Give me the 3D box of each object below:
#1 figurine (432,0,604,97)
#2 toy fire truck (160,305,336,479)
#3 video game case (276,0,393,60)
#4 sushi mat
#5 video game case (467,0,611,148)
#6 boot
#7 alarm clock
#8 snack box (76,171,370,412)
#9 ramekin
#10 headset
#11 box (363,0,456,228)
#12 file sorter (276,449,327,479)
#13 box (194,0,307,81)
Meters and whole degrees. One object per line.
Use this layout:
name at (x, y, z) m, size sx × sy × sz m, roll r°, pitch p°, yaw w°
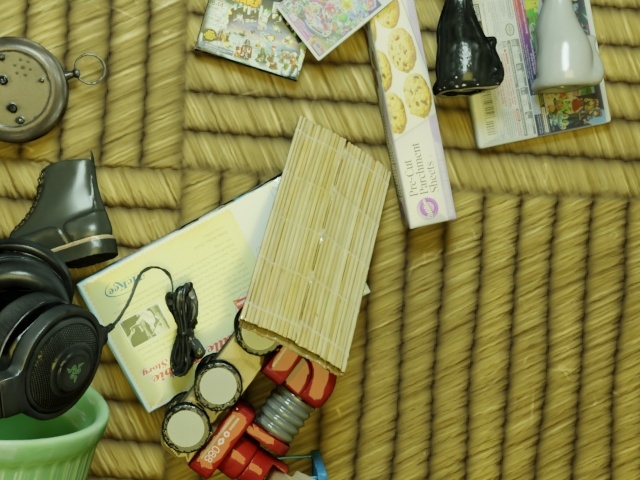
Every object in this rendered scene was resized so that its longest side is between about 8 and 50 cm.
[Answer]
figurine at (0.244, -0.292, 1.532) m, size 0.215 × 0.092 × 0.209 m, roll -3°, pitch 89°, yaw -9°
toy fire truck at (-0.040, 0.217, 1.438) m, size 0.246 × 0.158 × 0.217 m, roll 38°, pitch 87°, yaw -5°
video game case at (0.018, -0.294, 1.505) m, size 0.122 × 0.011 × 0.087 m, roll -38°, pitch 89°, yaw 12°
sushi mat at (0.000, 0.000, 1.466) m, size 0.151 × 0.019 × 0.316 m, roll 31°, pitch 51°, yaw -21°
video game case at (0.275, -0.236, 1.591) m, size 0.184 × 0.023 × 0.201 m, roll -12°, pitch 94°, yaw -7°
boot at (-0.358, -0.025, 1.505) m, size 0.198 × 0.077 × 0.137 m, roll -11°, pitch 79°, yaw -3°
alarm clock at (-0.357, -0.190, 1.489) m, size 0.192 × 0.064 × 0.129 m, roll -18°, pitch 96°, yaw -9°
snack box at (-0.121, 0.059, 1.537) m, size 0.322 × 0.060 × 0.187 m, roll -28°, pitch 97°, yaw -5°
ramekin at (-0.406, 0.243, 1.396) m, size 0.304 × 0.303 × 0.148 m, roll 10°, pitch 100°, yaw -9°
headset at (-0.325, 0.120, 1.383) m, size 0.394 × 0.243 × 0.185 m, roll -13°, pitch 123°, yaw -24°
box at (0.109, -0.179, 1.551) m, size 0.067 × 0.063 × 0.323 m, roll -11°, pitch 95°, yaw -5°
file sorter at (-0.043, 0.366, 1.541) m, size 0.105 × 0.118 × 0.170 m, roll -2°, pitch 94°, yaw -5°
box at (-0.081, -0.266, 1.536) m, size 0.137 × 0.027 × 0.093 m, roll 16°, pitch 91°, yaw -9°
